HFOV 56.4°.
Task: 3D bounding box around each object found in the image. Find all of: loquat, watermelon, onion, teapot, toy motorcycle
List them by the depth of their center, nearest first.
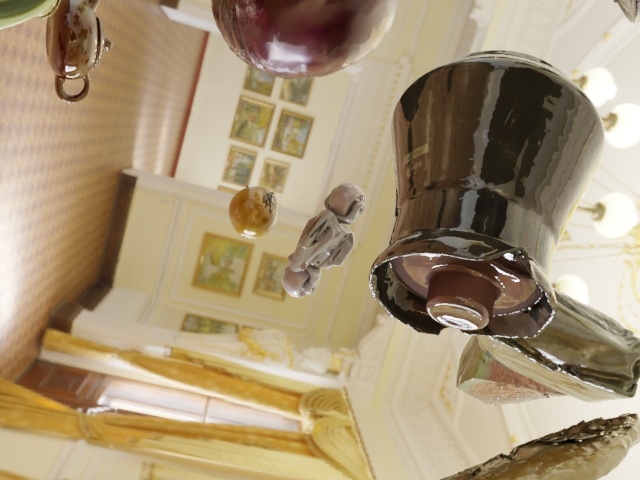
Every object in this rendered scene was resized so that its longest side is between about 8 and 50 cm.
[{"bbox_3d":[0.206,-0.038,0.859,0.361,0.306,0.376,-68,-172,-30],"label":"teapot"},{"bbox_3d":[-0.004,-0.421,1.025,0.260,0.337,0.281,37,-45,51],"label":"onion"},{"bbox_3d":[0.000,0.000,1.162,0.254,0.113,0.112,-60,-168,10],"label":"toy motorcycle"},{"bbox_3d":[-0.535,-0.424,1.328,0.178,0.135,0.252,54,-45,48],"label":"teapot"},{"bbox_3d":[0.436,0.262,1.350,0.193,0.231,0.310,-20,-164,36],"label":"watermelon"},{"bbox_3d":[-0.177,-0.076,1.585,0.141,0.141,0.141,-165,-90,-81],"label":"loquat"}]

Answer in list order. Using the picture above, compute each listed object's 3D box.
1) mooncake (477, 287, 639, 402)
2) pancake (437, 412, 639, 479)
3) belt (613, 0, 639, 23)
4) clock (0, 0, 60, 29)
[{"bbox_3d":[0.379,0.158,0.973,0.136,0.250,0.254,-60,163,-11],"label":"mooncake"},{"bbox_3d":[0.200,0.242,0.624,0.282,0.283,0.049,119,-44,-57],"label":"pancake"},{"bbox_3d":[0.285,-0.339,0.515,0.117,0.347,0.212,-23,-113,25],"label":"belt"},{"bbox_3d":[-0.385,-0.350,0.667,0.235,0.308,0.096,104,-34,-60],"label":"clock"}]
